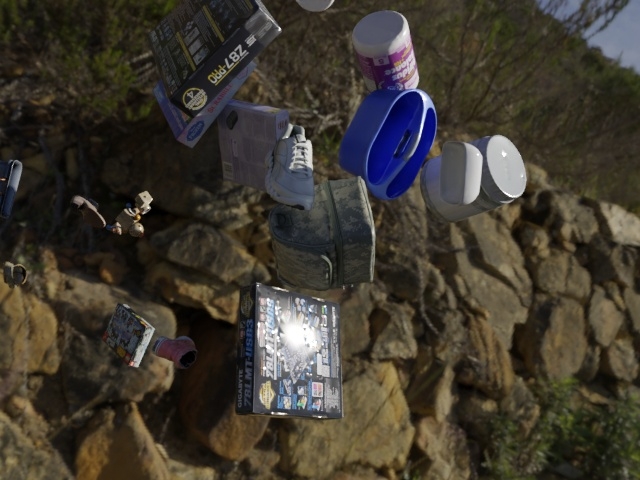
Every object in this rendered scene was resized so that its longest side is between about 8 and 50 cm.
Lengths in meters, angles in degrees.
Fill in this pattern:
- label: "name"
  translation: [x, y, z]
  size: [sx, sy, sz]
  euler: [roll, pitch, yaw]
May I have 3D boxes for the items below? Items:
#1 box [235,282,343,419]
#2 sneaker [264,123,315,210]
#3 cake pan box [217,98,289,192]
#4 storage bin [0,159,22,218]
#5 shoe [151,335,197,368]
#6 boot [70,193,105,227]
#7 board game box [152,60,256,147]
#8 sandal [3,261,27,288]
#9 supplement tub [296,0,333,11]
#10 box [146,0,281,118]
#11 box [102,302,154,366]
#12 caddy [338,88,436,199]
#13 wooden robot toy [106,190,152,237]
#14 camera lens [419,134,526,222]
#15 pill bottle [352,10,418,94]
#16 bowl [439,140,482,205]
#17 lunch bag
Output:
- label: "box"
  translation: [-0.069, 0.271, 1.601]
  size: [0.073, 0.296, 0.293]
  euler: [-19, -25, 41]
- label: "sneaker"
  translation: [-0.064, -0.171, 1.536]
  size: [0.110, 0.118, 0.292]
  euler: [15, 30, -22]
- label: "cake pan box"
  translation: [-0.200, -0.278, 2.033]
  size: [0.245, 0.267, 0.070]
  euler: [18, 33, 36]
- label: "storage bin"
  translation: [-0.754, -0.127, 1.540]
  size: [0.091, 0.135, 0.098]
  euler: [12, -4, -11]
- label: "shoe"
  translation: [-0.329, 0.272, 1.617]
  size: [0.081, 0.063, 0.178]
  euler: [25, -4, 18]
- label: "boot"
  translation: [-0.618, -0.083, 1.812]
  size: [0.118, 0.042, 0.087]
  euler: [39, 12, -7]
- label: "board game box"
  translation: [-0.364, -0.492, 2.051]
  size: [0.066, 0.318, 0.319]
  euler: [27, 21, -43]
- label: "sandal"
  translation: [-0.805, 0.088, 1.782]
  size: [0.049, 0.072, 0.180]
  euler: [-7, -5, -18]
- label: "supplement tub"
  translation: [-0.008, -0.883, 2.267]
  size: [0.144, 0.200, 0.144]
  euler: [7, -39, 6]
- label: "box"
  translation: [-0.293, -0.539, 1.753]
  size: [0.097, 0.318, 0.395]
  euler: [35, 17, -41]
- label: "box"
  translation: [-0.427, 0.208, 1.491]
  size: [0.137, 0.094, 0.027]
  euler: [26, 3, 44]
- label: "caddy"
  translation: [0.215, -0.288, 1.995]
  size: [0.179, 0.341, 0.241]
  euler: [22, -7, 46]
- label: "wooden robot toy"
  translation: [-0.466, -0.048, 1.705]
  size: [0.079, 0.173, 0.076]
  euler: [52, 28, 3]
- label: "camera lens"
  translation: [0.463, -0.187, 2.086]
  size: [0.219, 0.219, 0.274]
  euler: [22, -28, -34]
- label: "pill bottle"
  translation: [0.209, -0.532, 2.058]
  size: [0.169, 0.169, 0.301]
  euler: [25, -22, 31]
- label: "bowl"
  translation: [0.314, -0.149, 1.497]
  size: [0.053, 0.142, 0.142]
  euler: [2, 10, -11]
- label: "lunch bag"
  translation: [0.000, 0.000, 1.726]
  size: [0.256, 0.213, 0.305]
  euler: [-8, -26, -2]
